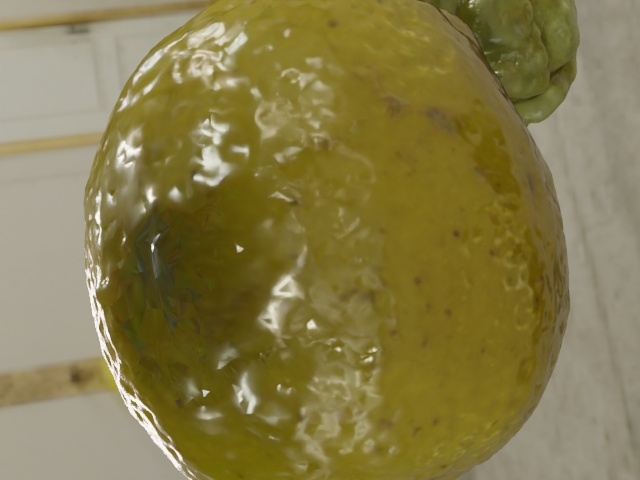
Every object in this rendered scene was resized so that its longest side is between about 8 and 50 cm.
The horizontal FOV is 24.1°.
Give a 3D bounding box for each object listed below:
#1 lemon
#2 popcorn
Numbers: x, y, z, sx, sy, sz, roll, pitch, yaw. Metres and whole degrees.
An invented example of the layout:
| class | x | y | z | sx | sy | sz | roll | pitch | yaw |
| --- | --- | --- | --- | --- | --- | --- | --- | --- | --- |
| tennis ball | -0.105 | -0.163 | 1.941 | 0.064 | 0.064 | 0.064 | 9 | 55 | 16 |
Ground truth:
| class | x | y | z | sx | sy | sz | roll | pitch | yaw |
| --- | --- | --- | --- | --- | --- | --- | --- | --- | --- |
| lemon | 0.000 | 0.000 | 0.773 | 0.253 | 0.253 | 0.310 | 169 | 89 | -77 |
| popcorn | 0.045 | -0.135 | 0.985 | 0.256 | 0.195 | 0.255 | -12 | 95 | 38 |
